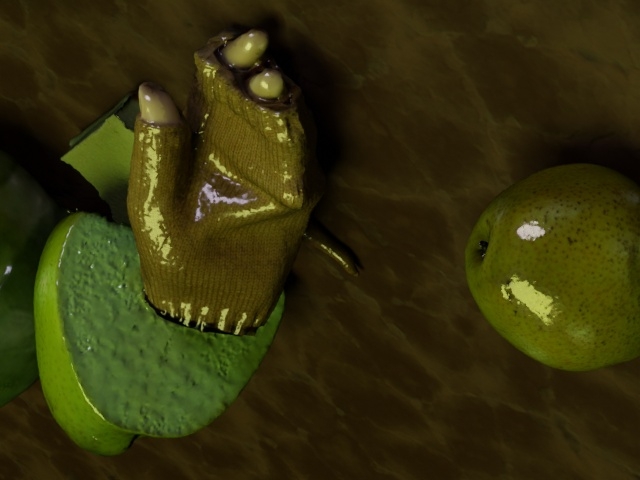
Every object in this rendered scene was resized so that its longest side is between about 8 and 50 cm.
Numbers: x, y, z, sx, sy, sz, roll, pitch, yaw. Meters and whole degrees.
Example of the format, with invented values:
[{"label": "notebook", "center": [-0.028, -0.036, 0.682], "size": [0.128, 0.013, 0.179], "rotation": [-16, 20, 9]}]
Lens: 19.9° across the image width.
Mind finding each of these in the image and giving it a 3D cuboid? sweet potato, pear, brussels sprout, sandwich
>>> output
[{"label": "sweet potato", "center": [0.000, 0.000, 1.978], "size": [0.115, 0.026, 0.026], "rotation": [35, 148, -4]}, {"label": "pear", "center": [0.227, 0.022, 1.639], "size": [0.198, 0.198, 0.198], "rotation": [26, 146, 19]}, {"label": "brussels sprout", "center": [-0.433, 0.041, 2.217], "size": [0.276, 0.315, 0.371], "rotation": [25, -164, -31]}, {"label": "sandwich", "center": [-0.167, -0.048, 2.055], "size": [0.245, 0.063, 0.212], "rotation": [46, 151, -11]}, {"label": "pear", "center": [-0.205, 0.118, 2.061], "size": [0.292, 0.292, 0.159], "rotation": [45, 157, -11]}]

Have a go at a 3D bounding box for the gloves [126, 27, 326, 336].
[{"label": "gloves", "center": [-0.096, -0.063, 1.858], "size": [0.203, 0.155, 0.356], "rotation": [12, 129, -4]}]
